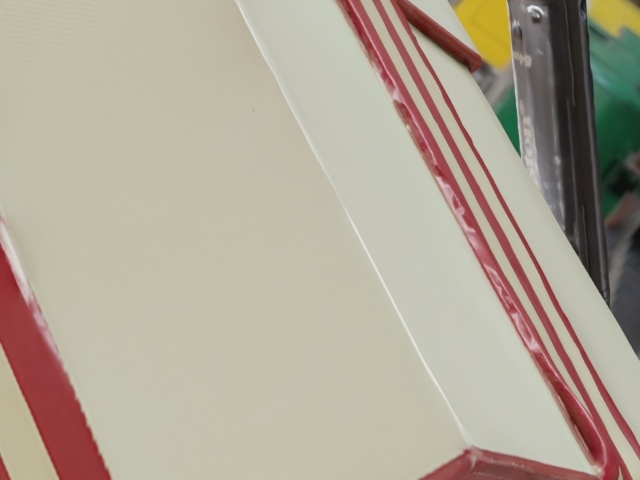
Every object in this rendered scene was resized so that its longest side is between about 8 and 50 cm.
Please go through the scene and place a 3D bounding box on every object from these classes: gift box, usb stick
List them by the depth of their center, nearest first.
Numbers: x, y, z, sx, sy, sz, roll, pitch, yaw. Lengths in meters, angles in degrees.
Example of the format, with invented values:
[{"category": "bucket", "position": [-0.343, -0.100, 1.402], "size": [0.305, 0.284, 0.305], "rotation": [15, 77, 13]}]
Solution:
[{"category": "gift box", "position": [-0.078, 0.024, 0.477], "size": [0.276, 0.258, 0.255], "rotation": [-31, -24, 13]}, {"category": "usb stick", "position": [0.150, -0.027, 0.992], "size": [0.077, 0.045, 0.278], "rotation": [-102, 6, -76]}]
